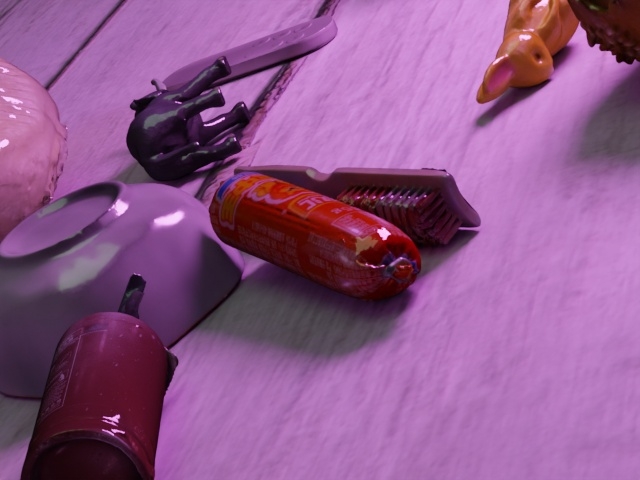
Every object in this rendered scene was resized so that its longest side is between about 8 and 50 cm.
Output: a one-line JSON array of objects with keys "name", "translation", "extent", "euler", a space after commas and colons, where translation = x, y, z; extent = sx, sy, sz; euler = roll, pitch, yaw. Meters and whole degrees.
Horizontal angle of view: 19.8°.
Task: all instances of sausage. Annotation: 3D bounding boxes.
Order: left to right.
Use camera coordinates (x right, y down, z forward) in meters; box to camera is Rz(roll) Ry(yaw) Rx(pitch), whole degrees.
[{"name": "sausage", "translation": [0.000, 0.000, 1.517], "extent": [0.074, 0.074, 0.274], "euler": [-34, 27, -20]}]

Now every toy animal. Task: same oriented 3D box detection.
[{"name": "toy animal", "translation": [-0.151, -0.141, 2.041], "extent": [0.137, 0.082, 0.269], "euler": [-25, 21, 3]}, {"name": "toy animal", "translation": [0.195, -0.179, 1.755], "extent": [0.070, 0.083, 0.159], "euler": [15, 50, 21]}]

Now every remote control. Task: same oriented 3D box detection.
[{"name": "remote control", "translation": [-0.089, -0.224, 2.254], "extent": [0.245, 0.022, 0.077], "euler": [-16, 21, 26]}]

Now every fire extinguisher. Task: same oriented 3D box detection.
[{"name": "fire extinguisher", "translation": [-0.163, 0.119, 1.400], "extent": [0.105, 0.105, 0.269], "euler": [-23, 20, 9]}]

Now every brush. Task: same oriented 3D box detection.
[{"name": "brush", "translation": [0.016, -0.030, 1.607], "extent": [0.050, 0.060, 0.321], "euler": [-48, 27, -22]}]

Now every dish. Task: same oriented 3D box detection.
[{"name": "dish", "translation": [-0.207, 0.028, 1.651], "extent": [0.256, 0.117, 0.256], "euler": [-23, 21, 9]}]

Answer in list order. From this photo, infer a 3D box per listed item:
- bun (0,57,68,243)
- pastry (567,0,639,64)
[{"name": "bun", "translation": [-0.461, -0.092, 2.055], "extent": [0.362, 0.234, 0.326], "euler": [25, 24, 32]}, {"name": "pastry", "translation": [0.355, -0.260, 1.597], "extent": [0.255, 0.162, 0.311], "euler": [-5, 31, 49]}]
